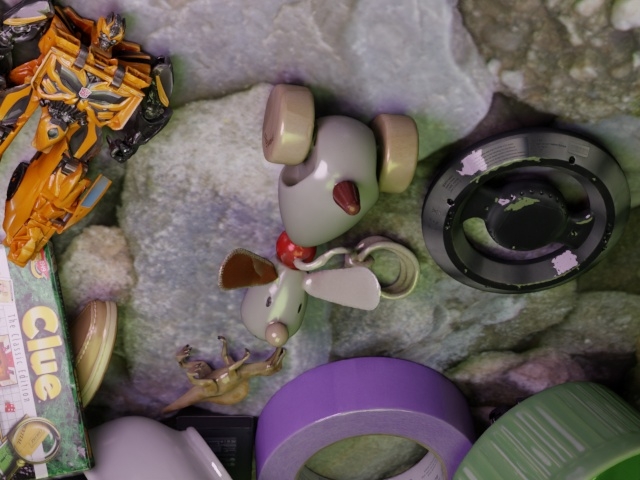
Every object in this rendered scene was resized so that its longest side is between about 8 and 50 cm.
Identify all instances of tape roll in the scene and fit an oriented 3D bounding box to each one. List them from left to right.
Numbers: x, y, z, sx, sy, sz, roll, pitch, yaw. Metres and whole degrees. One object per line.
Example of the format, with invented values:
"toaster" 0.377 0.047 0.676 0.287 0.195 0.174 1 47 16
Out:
"tape roll" 0.057 0.270 1.916 0.274 0.090 0.275 -3 129 -3

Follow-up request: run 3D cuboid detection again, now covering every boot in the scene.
"boot" -0.363 0.136 1.766 0.203 0.095 0.262 25 126 -22

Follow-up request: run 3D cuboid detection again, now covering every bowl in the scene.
"bowl" -0.164 0.311 1.822 0.134 0.298 0.298 -35 129 -9

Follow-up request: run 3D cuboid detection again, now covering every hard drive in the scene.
"hard drive" -0.132 0.272 1.944 0.094 0.022 0.135 0 130 -5

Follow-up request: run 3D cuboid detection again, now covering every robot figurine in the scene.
"robot figurine" -0.276 -0.110 1.568 0.211 0.085 0.291 26 123 -25

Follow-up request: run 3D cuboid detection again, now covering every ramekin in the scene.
"ramekin" 0.293 0.313 1.872 0.303 0.148 0.303 -22 135 -23

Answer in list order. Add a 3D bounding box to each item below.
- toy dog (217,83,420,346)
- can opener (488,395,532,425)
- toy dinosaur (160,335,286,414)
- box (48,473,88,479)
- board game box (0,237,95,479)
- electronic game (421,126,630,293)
"toy dog" 0.000 0.000 1.636 0.220 0.161 0.334 -6 130 0
"can opener" 0.250 0.269 1.950 0.073 0.059 0.186 -5 132 12
"toy dinosaur" -0.129 0.167 1.836 0.183 0.053 0.093 -25 129 15
"box" -0.290 0.449 1.974 0.103 0.184 0.261 -13 130 3
"board game box" -0.335 0.132 1.699 0.136 0.030 0.260 -11 90 0
"electronic game" 0.224 -0.029 1.705 0.229 0.048 0.229 -3 131 -3
